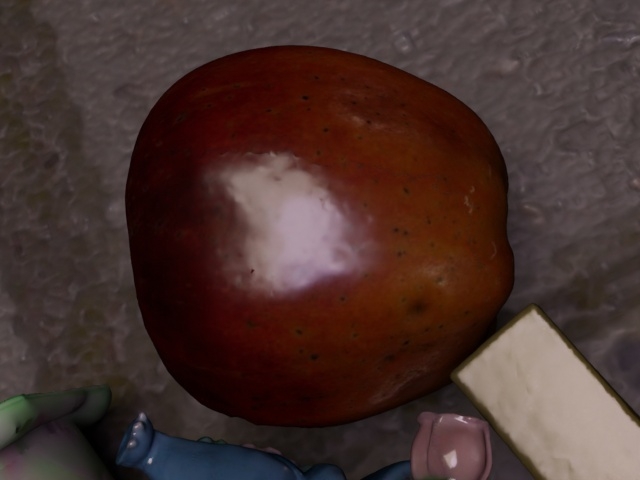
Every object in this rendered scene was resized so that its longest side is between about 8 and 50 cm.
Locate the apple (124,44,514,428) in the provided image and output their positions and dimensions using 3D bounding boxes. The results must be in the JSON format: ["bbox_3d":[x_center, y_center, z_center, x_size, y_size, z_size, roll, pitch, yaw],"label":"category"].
[{"bbox_3d":[0.002,-0.004,0.426,0.158,0.147,0.156,-6,55,12],"label":"apple"}]

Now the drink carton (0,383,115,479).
[{"bbox_3d":[-0.121,0.161,0.429,0.146,0.144,0.142,-40,81,4],"label":"drink carton"}]

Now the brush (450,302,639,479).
[{"bbox_3d":[0.147,0.128,0.379,0.047,0.103,0.233,-42,72,4],"label":"brush"}]

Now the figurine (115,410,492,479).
[{"bbox_3d":[0.006,0.123,0.378,0.178,0.144,0.114,24,56,-12],"label":"figurine"}]
